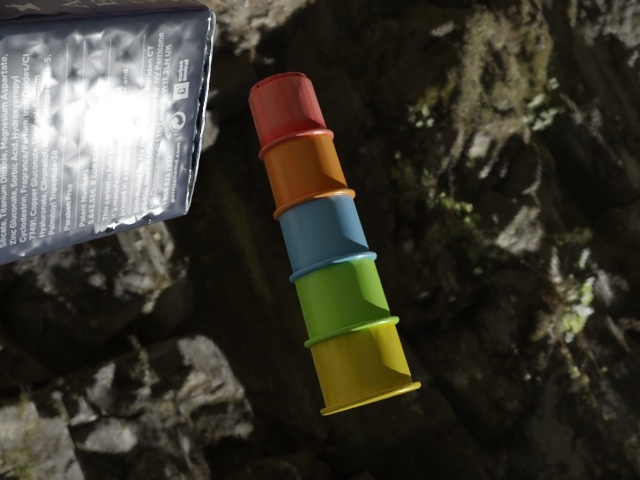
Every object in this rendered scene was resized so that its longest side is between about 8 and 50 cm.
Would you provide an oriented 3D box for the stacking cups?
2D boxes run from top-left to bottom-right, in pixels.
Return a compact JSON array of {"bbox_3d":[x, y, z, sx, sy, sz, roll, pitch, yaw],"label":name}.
[{"bbox_3d":[0.000,0.000,0.831,0.096,0.316,0.096,-17,167,-4],"label":"stacking cups"}]

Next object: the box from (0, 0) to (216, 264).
[{"bbox_3d":[-0.176,-0.066,0.380,0.207,0.153,0.108,-20,132,-44],"label":"box"}]
